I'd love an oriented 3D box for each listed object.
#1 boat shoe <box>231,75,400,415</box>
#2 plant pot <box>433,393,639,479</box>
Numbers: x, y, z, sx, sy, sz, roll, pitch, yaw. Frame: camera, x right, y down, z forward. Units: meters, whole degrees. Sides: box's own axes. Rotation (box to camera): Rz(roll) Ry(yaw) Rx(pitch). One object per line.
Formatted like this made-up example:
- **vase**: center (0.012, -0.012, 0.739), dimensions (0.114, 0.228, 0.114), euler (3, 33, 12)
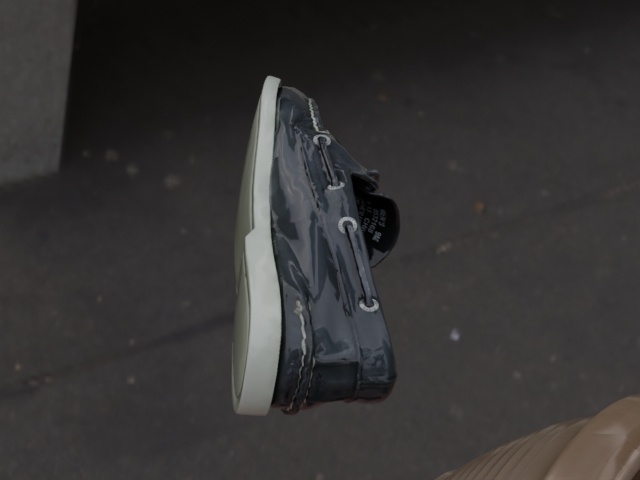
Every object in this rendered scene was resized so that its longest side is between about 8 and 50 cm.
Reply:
- **boat shoe**: center (0.001, -0.003, 1.044), dimensions (0.113, 0.127, 0.340), euler (7, 28, -6)
- **plant pot**: center (0.091, 0.173, 0.677), dimensions (0.109, 0.237, 0.237), euler (17, 35, 32)
